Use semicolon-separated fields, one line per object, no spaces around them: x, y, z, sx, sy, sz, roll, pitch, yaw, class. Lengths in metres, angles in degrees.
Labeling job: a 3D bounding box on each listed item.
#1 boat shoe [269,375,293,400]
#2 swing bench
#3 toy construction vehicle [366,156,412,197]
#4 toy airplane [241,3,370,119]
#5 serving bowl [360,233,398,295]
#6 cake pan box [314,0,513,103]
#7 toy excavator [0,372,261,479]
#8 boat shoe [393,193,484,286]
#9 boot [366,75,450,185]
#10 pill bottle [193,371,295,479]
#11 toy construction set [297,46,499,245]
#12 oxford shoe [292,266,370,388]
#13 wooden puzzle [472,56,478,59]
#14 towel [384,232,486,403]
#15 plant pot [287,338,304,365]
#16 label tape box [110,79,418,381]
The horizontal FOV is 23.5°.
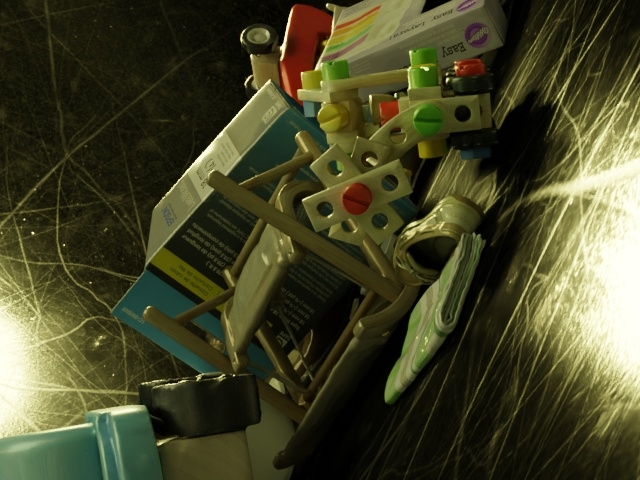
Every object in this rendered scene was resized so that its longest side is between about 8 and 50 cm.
-0.063;0.239;2.315;0.046;0.038;0.125;64;152;28;boat shoe
-0.028;0.067;1.697;0.165;0.255;0.253;-28;-23;-45;swing bench
0.084;-0.057;2.052;0.086;0.035;0.098;26;111;49;toy construction vehicle
0.045;-0.189;2.432;0.386;0.272;0.384;-141;40;-77;toy airplane
0.078;0.033;1.852;0.083;0.027;0.083;-64;3;7;serving bowl
0.133;-0.283;2.026;0.267;0.070;0.246;-20;26;24;cake pan box
-0.295;0.275;1.614;0.433;0.445;0.222;154;109;-76;toy excavator
0.105;0.010;1.466;0.048;0.056;0.153;-61;9;-33;boat shoe
0.102;-0.094;2.122;0.115;0.112;0.305;-17;-42;-52;boot
-0.150;0.288;1.910;0.204;0.204;0.361;-65;3;-23;pill bottle
0.073;-0.118;1.577;0.328;0.215;0.151;-83;-13;-66;toy construction set
-0.003;0.095;2.053;0.227;0.096;0.083;-67;7;-26;oxford shoe
0.212;-0.260;2.129;0.116;0.014;0.078;123;168;-60;wooden puzzle
0.097;0.070;1.381;0.113;0.023;0.152;-65;4;-37;towel
-0.045;0.140;2.296;0.096;0.109;0.109;101;-170;-54;plant pot
-0.079;0.003;1.922;0.334;0.240;0.106;-47;31;8;label tape box
